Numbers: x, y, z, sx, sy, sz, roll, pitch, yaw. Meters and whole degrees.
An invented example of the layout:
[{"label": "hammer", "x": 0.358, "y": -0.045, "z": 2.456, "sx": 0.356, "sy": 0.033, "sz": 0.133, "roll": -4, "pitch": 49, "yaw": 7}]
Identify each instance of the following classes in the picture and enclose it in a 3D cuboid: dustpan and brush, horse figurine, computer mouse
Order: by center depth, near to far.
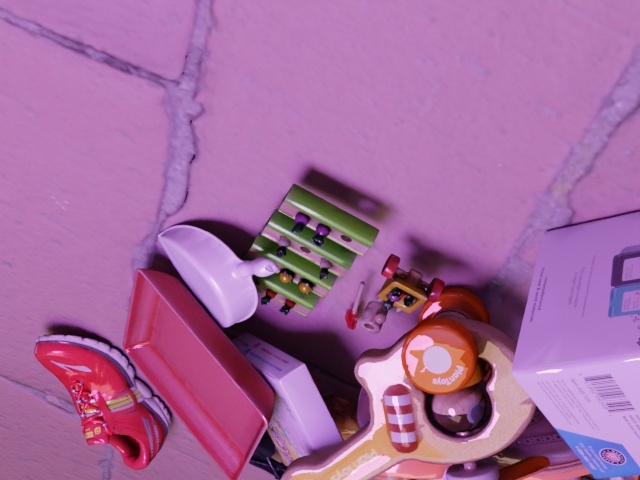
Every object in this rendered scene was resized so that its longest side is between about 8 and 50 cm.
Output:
[{"label": "dustpan and brush", "x": -0.108, "y": 0.040, "z": 1.376, "sx": 0.147, "sy": 0.060, "sz": 0.211, "roll": 58, "pitch": 162, "yaw": -14}, {"label": "horse figurine", "x": 0.051, "y": 0.300, "z": 1.657, "sx": 0.263, "sy": 0.066, "sz": 0.174, "roll": 46, "pitch": 140, "yaw": -21}, {"label": "computer mouse", "x": -0.092, "y": 0.294, "z": 1.672, "sx": 0.184, "sy": 0.060, "sz": 0.262, "roll": 23, "pitch": 150, "yaw": 36}]

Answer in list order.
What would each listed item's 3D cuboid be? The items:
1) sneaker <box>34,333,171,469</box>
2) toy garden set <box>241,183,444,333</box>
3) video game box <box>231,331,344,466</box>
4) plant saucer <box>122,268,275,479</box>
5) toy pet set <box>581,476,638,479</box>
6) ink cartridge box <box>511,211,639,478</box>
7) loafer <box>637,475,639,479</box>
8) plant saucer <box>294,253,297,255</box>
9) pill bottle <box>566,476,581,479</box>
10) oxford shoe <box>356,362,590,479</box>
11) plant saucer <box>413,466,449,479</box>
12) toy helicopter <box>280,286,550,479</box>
[{"label": "sneaker", "x": -0.323, "y": 0.243, "z": 1.715, "sx": 0.107, "sy": 0.118, "sz": 0.279, "roll": -13, "pitch": 132, "yaw": 35}, {"label": "toy garden set", "x": 0.012, "y": 0.052, "z": 1.347, "sx": 0.204, "sy": 0.049, "sz": 0.244, "roll": 29, "pitch": 150, "yaw": -6}, {"label": "video game box", "x": -0.034, "y": 0.230, "z": 1.511, "sx": 0.187, "sy": 0.048, "sz": 0.205, "roll": 15, "pitch": 135, "yaw": 60}, {"label": "plant saucer", "x": -0.157, "y": 0.175, "z": 1.522, "sx": 0.258, "sy": 0.048, "sz": 0.259, "roll": 48, "pitch": 151, "yaw": 14}, {"label": "toy pet set", "x": 0.409, "y": 0.333, "z": 1.558, "sx": 0.122, "sy": 0.065, "sz": 0.114, "roll": -39, "pitch": 76, "yaw": 45}, {"label": "ink cartridge box", "x": 0.369, "y": 0.096, "z": 1.153, "sx": 0.270, "sy": 0.197, "sz": 0.198, "roll": -13, "pitch": 131, "yaw": 36}, {"label": "loafer", "x": 0.442, "y": 0.209, "z": 1.350, "sx": 0.084, "sy": 0.096, "sz": 0.267, "roll": 28, "pitch": 133, "yaw": -5}, {"label": "plant saucer", "x": 0.000, "y": 0.000, "z": 1.353, "sx": 0.083, "sy": 0.015, "sz": 0.083, "roll": 13, "pitch": 142, "yaw": 11}, {"label": "pill bottle", "x": 0.270, "y": 0.390, "z": 1.580, "sx": 0.160, "sy": 0.160, "sz": 0.283, "roll": 7, "pitch": 138, "yaw": 17}, {"label": "oxford shoe", "x": 0.225, "y": 0.217, "z": 1.429, "sx": 0.364, "sy": 0.130, "sz": 0.132, "roll": -2, "pitch": 98, "yaw": 2}, {"label": "plant saucer", "x": 0.184, "y": 0.386, "z": 1.728, "sx": 0.199, "sy": 0.036, "sz": 0.198, "roll": 13, "pitch": 143, "yaw": 10}, {"label": "toy helicopter", "x": 0.103, "y": 0.237, "z": 1.354, "sx": 0.355, "sy": 0.140, "sz": 0.235, "roll": -38, "pitch": 94, "yaw": 21}]
